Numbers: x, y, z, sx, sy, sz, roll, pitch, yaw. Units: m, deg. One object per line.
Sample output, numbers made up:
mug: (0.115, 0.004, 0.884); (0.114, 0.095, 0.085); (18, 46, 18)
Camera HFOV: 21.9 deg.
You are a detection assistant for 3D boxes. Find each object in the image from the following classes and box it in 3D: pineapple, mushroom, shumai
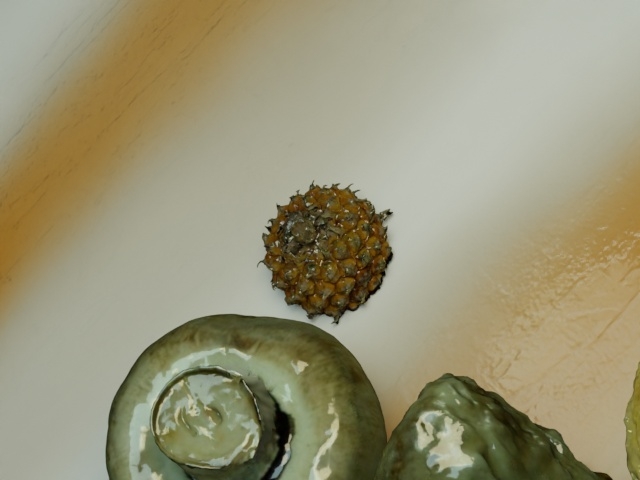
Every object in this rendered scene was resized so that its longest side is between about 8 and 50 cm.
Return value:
pineapple: (-0.004, 0.000, 2.067); (0.161, 0.137, 0.176); (31, 85, 25)
mushroom: (-0.088, 0.245, 1.949); (0.352, 0.260, 0.352); (-5, 67, 13)
shumai: (0.226, 0.315, 1.779); (0.288, 0.329, 0.292); (16, 34, 40)

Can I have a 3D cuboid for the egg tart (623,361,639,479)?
egg tart: (0.518, 0.205, 1.776); (0.388, 0.169, 0.387); (-4, 72, 12)
